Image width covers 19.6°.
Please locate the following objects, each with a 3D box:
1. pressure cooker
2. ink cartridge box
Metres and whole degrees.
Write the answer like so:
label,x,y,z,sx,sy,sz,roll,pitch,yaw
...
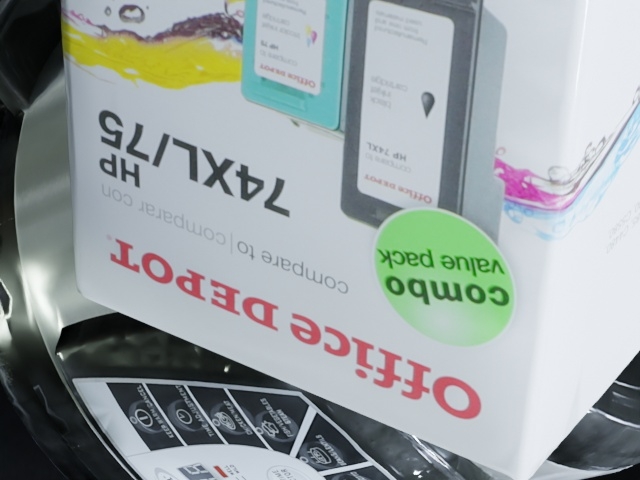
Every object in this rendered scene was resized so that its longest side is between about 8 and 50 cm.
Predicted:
label,x,y,z,sx,sy,sz,roll,pitch,yaw
pressure cooker,0.003,-0.003,1.113,0.375,0.420,0.370,-2,-103,-50
ink cartridge box,0.043,-0.102,0.644,0.198,0.270,0.197,21,-141,25
